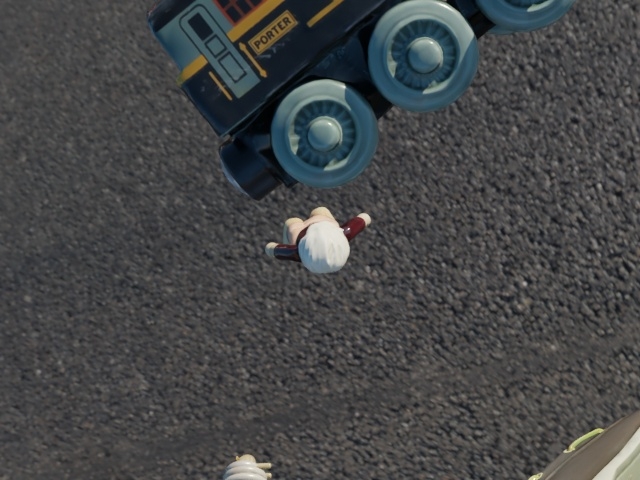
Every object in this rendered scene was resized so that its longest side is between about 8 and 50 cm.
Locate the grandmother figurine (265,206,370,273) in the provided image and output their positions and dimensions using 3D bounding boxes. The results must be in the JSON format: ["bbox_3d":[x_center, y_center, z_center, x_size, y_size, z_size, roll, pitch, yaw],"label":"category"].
[{"bbox_3d":[0.000,0.000,1.703,0.207,0.104,0.342,-30,9,1],"label":"grandmother figurine"}]

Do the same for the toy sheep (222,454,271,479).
[{"bbox_3d":[-0.128,0.429,1.548,0.091,0.091,0.132,-26,38,19],"label":"toy sheep"}]

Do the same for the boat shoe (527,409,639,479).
[{"bbox_3d":[0.205,0.170,0.636,0.068,0.227,0.081,-3,101,45],"label":"boat shoe"}]

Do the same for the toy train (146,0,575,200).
[{"bbox_3d":[0.035,-0.178,0.652,0.334,0.190,0.142,-38,9,10],"label":"toy train"}]
